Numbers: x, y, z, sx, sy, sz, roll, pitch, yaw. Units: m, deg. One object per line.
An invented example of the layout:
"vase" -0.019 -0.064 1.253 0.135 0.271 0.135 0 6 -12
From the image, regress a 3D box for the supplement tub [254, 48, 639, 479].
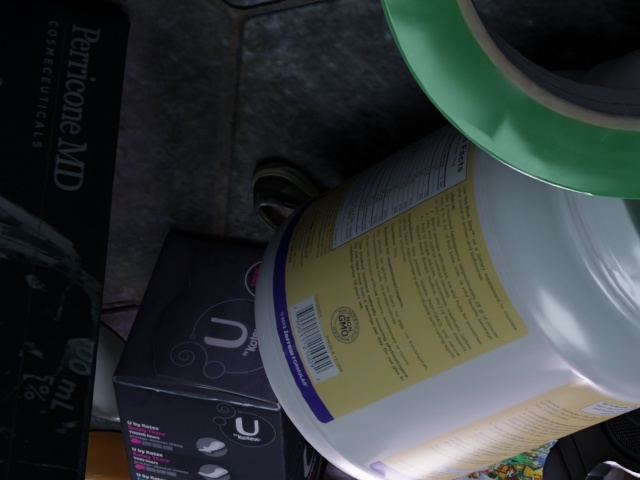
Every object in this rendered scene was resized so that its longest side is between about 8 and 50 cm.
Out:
"supplement tub" 0.140 0.024 1.363 0.241 0.241 0.331 39 135 -25

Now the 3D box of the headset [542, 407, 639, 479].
"headset" 0.332 0.144 1.436 0.243 0.185 0.394 4 138 -27

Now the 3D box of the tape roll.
"tape roll" 0.187 -0.187 1.103 0.321 0.077 0.321 0 108 0

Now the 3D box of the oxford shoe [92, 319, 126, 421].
"oxford shoe" -0.226 0.077 1.679 0.212 0.076 0.076 40 102 -12

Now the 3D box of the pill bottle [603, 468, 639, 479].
"pill bottle" 0.312 0.249 1.672 0.186 0.112 0.112 22 140 -8

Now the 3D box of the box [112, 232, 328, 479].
"box" -0.076 0.147 1.638 0.143 0.165 0.270 9 141 9

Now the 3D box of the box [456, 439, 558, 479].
"box" 0.147 0.172 1.688 0.159 0.044 0.233 16 141 0

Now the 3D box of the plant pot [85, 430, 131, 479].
"plant pot" -0.205 0.320 1.867 0.205 0.188 0.205 10 140 8

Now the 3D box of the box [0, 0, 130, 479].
"box" -0.400 0.060 1.331 0.471 0.480 0.297 10 141 -12

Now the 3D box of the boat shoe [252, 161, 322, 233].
"boat shoe" 0.000 0.000 1.531 0.152 0.049 0.056 37 137 -23
